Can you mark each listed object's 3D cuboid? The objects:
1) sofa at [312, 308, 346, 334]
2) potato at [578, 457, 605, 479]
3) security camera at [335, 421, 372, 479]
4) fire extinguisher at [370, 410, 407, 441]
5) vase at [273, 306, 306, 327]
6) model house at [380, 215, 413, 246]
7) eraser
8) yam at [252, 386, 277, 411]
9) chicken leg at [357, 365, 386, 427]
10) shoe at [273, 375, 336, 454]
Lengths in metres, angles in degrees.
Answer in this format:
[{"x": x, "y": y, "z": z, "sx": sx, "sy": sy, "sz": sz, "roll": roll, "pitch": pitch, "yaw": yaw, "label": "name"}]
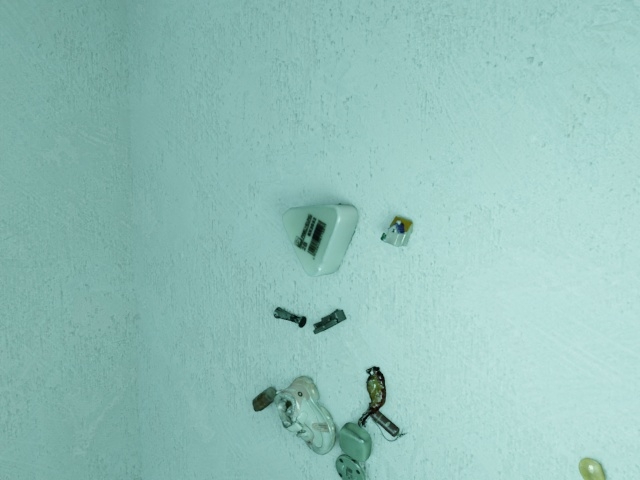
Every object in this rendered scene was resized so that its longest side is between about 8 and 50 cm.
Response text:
[{"x": 0.033, "y": 0.351, "z": 1.964, "sx": 0.147, "sy": 0.085, "sz": 0.060, "roll": -35, "pitch": 75, "yaw": 36, "label": "sofa"}, {"x": 0.823, "y": 0.705, "z": 1.361, "sx": 0.068, "sy": 0.062, "sz": 0.083, "roll": 115, "pitch": 159, "yaw": -55, "label": "potato"}, {"x": 0.144, "y": 0.925, "z": 1.932, "sx": 0.157, "sy": 0.080, "sz": 0.302, "roll": 18, "pitch": 115, "yaw": 35, "label": "security camera"}, {"x": 0.268, "y": 0.755, "z": 1.826, "sx": 0.157, "sy": 0.045, "sz": 0.078, "roll": 34, "pitch": 75, "yaw": 32, "label": "fire extinguisher"}, {"x": -0.144, "y": 0.364, "z": 2.128, "sx": 0.167, "sy": 0.059, "sz": 0.059, "roll": 13, "pitch": 102, "yaw": 38, "label": "vase"}, {"x": 0.288, "y": -0.037, "z": 1.710, "sx": 0.087, "sy": 0.100, "sz": 0.100, "roll": 29, "pitch": 110, "yaw": 36, "label": "model house"}, {"x": 0.000, "y": 0.000, "z": 1.921, "sx": 0.331, "sy": 0.150, "sz": 0.331, "roll": 6, "pitch": 99, "yaw": 39, "label": "eraser"}, {"x": -0.283, "y": 0.801, "z": 2.268, "sx": 0.141, "sy": 0.079, "sz": 0.079, "roll": -44, "pitch": 67, "yaw": 32, "label": "yam"}, {"x": 0.213, "y": 0.643, "z": 1.836, "sx": 0.106, "sy": 0.051, "sz": 0.253, "roll": 11, "pitch": 84, "yaw": 32, "label": "chicken leg"}, {"x": -0.084, "y": 0.807, "z": 2.027, "sx": 0.172, "sy": 0.198, "sz": 0.351, "roll": -43, "pitch": 66, "yaw": 35, "label": "shoe"}]
